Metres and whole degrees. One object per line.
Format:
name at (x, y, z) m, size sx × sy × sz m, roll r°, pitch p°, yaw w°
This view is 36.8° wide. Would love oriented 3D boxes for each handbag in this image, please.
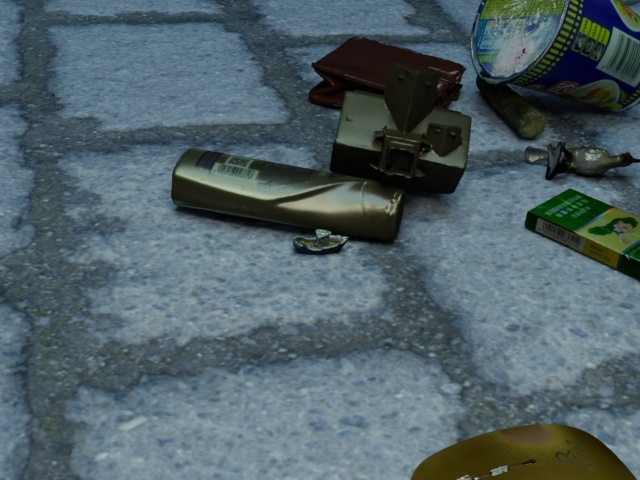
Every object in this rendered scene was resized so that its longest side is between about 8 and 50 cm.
handbag at (0.139, -0.325, 1.948) m, size 0.275 × 0.084 × 0.260 m, roll 17°, pitch 30°, yaw 19°

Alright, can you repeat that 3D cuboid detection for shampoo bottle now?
shampoo bottle at (-0.047, -0.070, 1.472) m, size 0.349 × 0.084 × 0.126 m, roll 10°, pitch 29°, yaw 7°

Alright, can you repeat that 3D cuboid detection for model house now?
model house at (0.129, -0.169, 1.508) m, size 0.211 × 0.205 × 0.243 m, roll 11°, pitch 17°, yaw 1°

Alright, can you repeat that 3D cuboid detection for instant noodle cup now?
instant noodle cup at (0.500, -0.391, 1.886) m, size 0.312 × 0.284 × 0.284 m, roll 16°, pitch 23°, yaw -28°

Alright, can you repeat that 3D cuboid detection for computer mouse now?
computer mouse at (0.213, 0.250, 0.990) m, size 0.245 × 0.056 × 0.126 m, roll -8°, pitch 32°, yaw -18°

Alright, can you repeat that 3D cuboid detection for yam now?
yam at (0.371, -0.276, 1.910) m, size 0.061 × 0.061 × 0.274 m, roll -3°, pitch 29°, yaw -13°

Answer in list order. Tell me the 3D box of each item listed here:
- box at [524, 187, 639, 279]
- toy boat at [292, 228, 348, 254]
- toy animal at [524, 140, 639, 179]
box at (0.450, -0.009, 1.485) m, size 0.235 × 0.034 × 0.132 m, roll 30°, pitch 38°, yaw 35°
toy boat at (0.000, 0.000, 1.406) m, size 0.083 × 0.038 × 0.038 m, roll -1°, pitch 31°, yaw -9°
toy animal at (0.469, -0.145, 1.694) m, size 0.202 × 0.070 × 0.105 m, roll 0°, pitch 11°, yaw 0°
